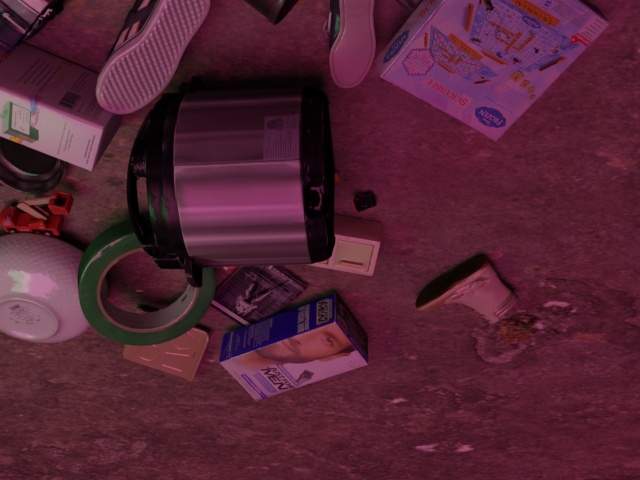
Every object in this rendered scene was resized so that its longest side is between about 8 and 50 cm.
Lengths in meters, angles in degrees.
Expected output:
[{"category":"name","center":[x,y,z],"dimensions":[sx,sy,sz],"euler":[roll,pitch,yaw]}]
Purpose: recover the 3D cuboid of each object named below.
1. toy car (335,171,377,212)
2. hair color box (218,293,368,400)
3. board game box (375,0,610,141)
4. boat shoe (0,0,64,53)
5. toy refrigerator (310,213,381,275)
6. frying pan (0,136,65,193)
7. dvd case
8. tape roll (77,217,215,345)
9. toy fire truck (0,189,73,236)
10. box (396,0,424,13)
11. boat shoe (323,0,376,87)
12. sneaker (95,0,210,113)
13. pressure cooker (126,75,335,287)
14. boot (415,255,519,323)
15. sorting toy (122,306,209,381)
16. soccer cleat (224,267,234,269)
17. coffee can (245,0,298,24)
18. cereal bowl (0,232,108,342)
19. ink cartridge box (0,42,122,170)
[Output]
[{"category":"toy car","center":[0.073,-0.115,1.792],"dimensions":[0.122,0.060,0.040],"euler":[54,160,-9]},{"category":"hair color box","center":[-0.067,0.280,2.021],"dimensions":[0.339,0.110,0.185],"euler":[-23,127,18]},{"category":"board game box","center":[0.324,-0.378,1.501],"dimensions":[0.319,0.065,0.318],"euler":[23,125,-29]},{"category":"boat shoe","center":[-0.683,-0.513,1.518],"dimensions":[0.158,0.127,0.340],"euler":[-41,113,20]},{"category":"toy refrigerator","center":[0.000,0.000,1.833],"dimensions":[0.270,0.094,0.102],"euler":[10,125,-2]},{"category":"frying pan","center":[-0.704,-0.150,1.827],"dimensions":[0.197,0.053,0.326],"euler":[26,126,-12]},{"category":"dvd case","center":[-0.163,0.134,1.991],"dimensions":[0.165,0.018,0.221],"euler":[36,121,-19]},{"category":"tape roll","center":[-0.416,0.102,1.890],"dimensions":[0.321,0.077,0.321],"euler":[-9,120,-15]},{"category":"toy fire truck","center":[-0.672,-0.065,1.858],"dimensions":[0.192,0.047,0.135],"euler":[4,147,3]},{"category":"box","center":[0.168,-0.476,1.484],"dimensions":[0.062,0.083,0.052],"euler":[32,122,-16]},{"category":"boat shoe","center":[0.054,-0.421,1.536],"dimensions":[0.095,0.079,0.254],"euler":[-10,133,-6]},{"category":"sneaker","center":[-0.334,-0.397,1.557],"dimensions":[0.126,0.127,0.321],"euler":[28,115,-38]},{"category":"pressure cooker","center":[-0.184,-0.130,1.594],"dimensions":[0.421,0.369,0.375],"euler":[-3,121,3]},{"category":"boot","center":[0.356,0.147,1.913],"dimensions":[0.213,0.077,0.165],"euler":[-34,117,23]},{"category":"sorting toy","center":[-0.415,0.276,2.112],"dimensions":[0.208,0.038,0.193],"euler":[22,124,-4]},{"category":"soccer cleat","center":[-0.248,-0.042,1.851],"dimensions":[0.095,0.083,0.248],"euler":[-35,113,-6]},{"category":"coffee can","center":[-0.131,-0.541,1.370],"dimensions":[0.275,0.201,0.201],"euler":[36,122,-5]},{"category":"cereal bowl","center":[-0.712,0.146,1.954],"dimensions":[0.339,0.141,0.338],"euler":[2,135,2]},{"category":"ink cartridge box","center":[-0.562,-0.284,1.624],"dimensions":[0.278,0.201,0.117],"euler":[21,125,-9]}]
